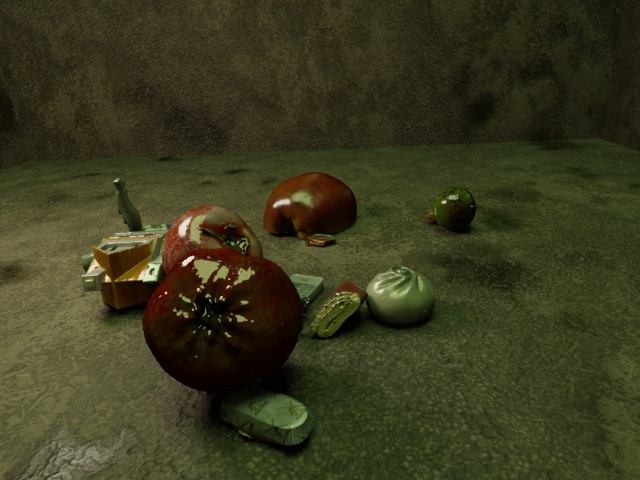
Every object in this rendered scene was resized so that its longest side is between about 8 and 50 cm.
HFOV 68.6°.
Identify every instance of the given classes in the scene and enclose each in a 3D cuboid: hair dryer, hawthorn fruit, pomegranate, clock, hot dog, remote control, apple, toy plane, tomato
[{"bbox_3d":[-0.652,-0.016,1.494,0.296,0.298,0.119,-37,41,-1],"label":"hair dryer"},{"bbox_3d":[-0.177,0.157,0.927,0.287,0.287,0.330,-2,-13,3],"label":"hawthorn fruit"},{"bbox_3d":[0.466,-0.111,1.696,0.159,0.159,0.205,-21,3,-38],"label":"pomegranate"},{"bbox_3d":[-0.530,0.080,1.327,0.235,0.166,0.309,-4,14,-1],"label":"clock"},{"bbox_3d":[-0.099,0.308,0.836,0.192,0.053,0.099,4,22,29],"label":"hot dog"},{"bbox_3d":[-0.081,0.156,1.238,0.103,0.034,0.250,7,24,24],"label":"remote control"},{"bbox_3d":[-0.048,-0.118,1.817,0.328,0.295,0.365,-35,3,31],"label":"apple"},{"bbox_3d":[-0.054,0.157,1.128,0.062,0.135,0.188,-15,2,32],"label":"toy plane"},{"bbox_3d":[-0.298,0.042,1.269,0.227,0.270,0.270,-32,2,37],"label":"tomato"}]

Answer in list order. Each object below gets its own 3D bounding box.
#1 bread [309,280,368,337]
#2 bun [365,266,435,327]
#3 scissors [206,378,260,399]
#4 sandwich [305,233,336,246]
[{"bbox_3d":[0.055,0.152,1.143,0.067,0.119,0.192,45,30,4],"label":"bread"},{"bbox_3d":[0.197,0.126,1.165,0.172,0.120,0.173,-2,19,1],"label":"bun"},{"bbox_3d":[-0.191,0.241,1.052,0.160,0.024,0.317,-6,22,-6],"label":"scissors"},{"bbox_3d":[0.004,-0.001,1.632,0.101,0.026,0.069,5,22,18],"label":"sandwich"}]
